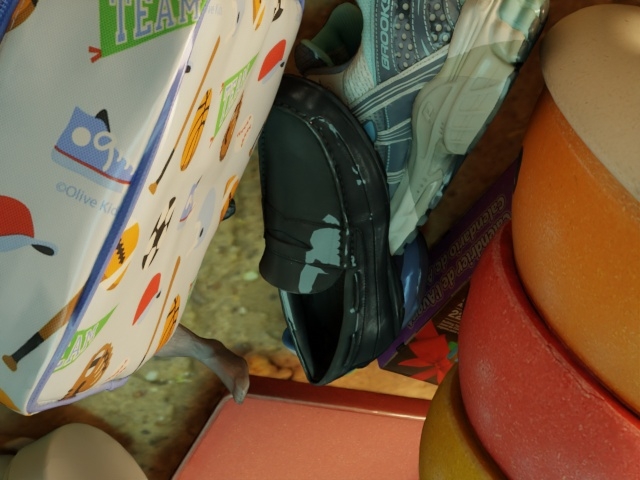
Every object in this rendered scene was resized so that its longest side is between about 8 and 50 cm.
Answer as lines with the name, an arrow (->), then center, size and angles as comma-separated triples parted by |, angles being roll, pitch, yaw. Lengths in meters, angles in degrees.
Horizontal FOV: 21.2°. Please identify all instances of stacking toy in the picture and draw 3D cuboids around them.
stacking toy -> 0.173, 0.128, 1.060 | 0.351, 0.350, 0.480 | 19, 117, -32

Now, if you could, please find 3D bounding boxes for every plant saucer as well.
plant saucer -> -0.008, 0.198, 1.387 | 0.258, 0.047, 0.259 | 10, 135, -24

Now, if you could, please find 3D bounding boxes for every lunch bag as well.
lunch bag -> -0.100, -0.054, 0.832 | 0.115, 0.303, 0.243 | 23, 99, 3

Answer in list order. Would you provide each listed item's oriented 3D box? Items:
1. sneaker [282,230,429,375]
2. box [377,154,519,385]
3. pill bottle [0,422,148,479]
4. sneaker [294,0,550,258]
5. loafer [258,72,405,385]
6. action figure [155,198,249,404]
sneaker -> 0.026, 0.044, 1.217 | 0.059, 0.053, 0.144 | 17, 130, -27
box -> 0.210, 0.052, 1.268 | 0.293, 0.057, 0.201 | 18, 130, -30
pill bottle -> -0.266, 0.264, 1.307 | 0.283, 0.161, 0.161 | -32, 136, 21
sneaker -> 0.041, -0.087, 1.055 | 0.122, 0.110, 0.283 | 32, 146, 2
loafer -> 0.000, 0.000, 1.031 | 0.078, 0.076, 0.223 | -45, 141, -29
action figure -> -0.210, 0.034, 1.060 | 0.330, 0.178, 0.341 | 2, 113, -9
